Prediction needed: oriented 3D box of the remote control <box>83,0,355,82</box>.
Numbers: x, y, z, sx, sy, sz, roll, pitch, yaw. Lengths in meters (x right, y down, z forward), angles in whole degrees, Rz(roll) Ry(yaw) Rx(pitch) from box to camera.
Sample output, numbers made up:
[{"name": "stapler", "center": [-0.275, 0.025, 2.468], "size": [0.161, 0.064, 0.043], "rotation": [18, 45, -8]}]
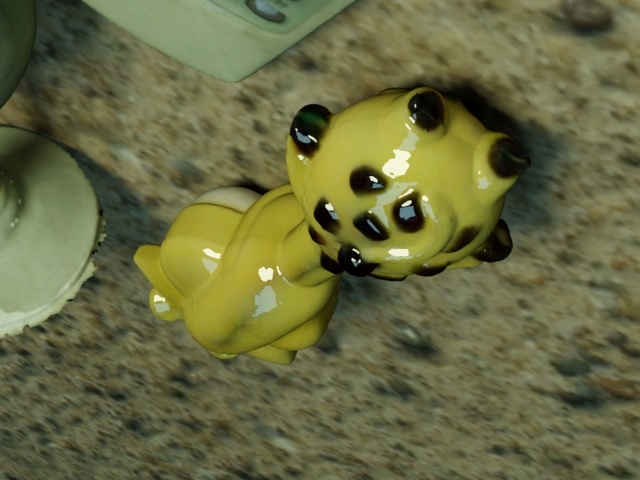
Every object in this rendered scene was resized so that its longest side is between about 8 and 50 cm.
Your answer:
[{"name": "remote control", "center": [-0.023, -0.138, 0.747], "size": [0.123, 0.038, 0.285], "rotation": [35, 152, -17]}]

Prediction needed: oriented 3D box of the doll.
[{"name": "doll", "center": [0.000, -0.001, 0.919], "size": [0.117, 0.086, 0.291], "rotation": [37, 150, -12]}]

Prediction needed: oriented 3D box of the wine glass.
[{"name": "wine glass", "center": [-0.192, -0.077, 0.896], "size": [0.143, 0.143, 0.321], "rotation": [20, 153, 12]}]
